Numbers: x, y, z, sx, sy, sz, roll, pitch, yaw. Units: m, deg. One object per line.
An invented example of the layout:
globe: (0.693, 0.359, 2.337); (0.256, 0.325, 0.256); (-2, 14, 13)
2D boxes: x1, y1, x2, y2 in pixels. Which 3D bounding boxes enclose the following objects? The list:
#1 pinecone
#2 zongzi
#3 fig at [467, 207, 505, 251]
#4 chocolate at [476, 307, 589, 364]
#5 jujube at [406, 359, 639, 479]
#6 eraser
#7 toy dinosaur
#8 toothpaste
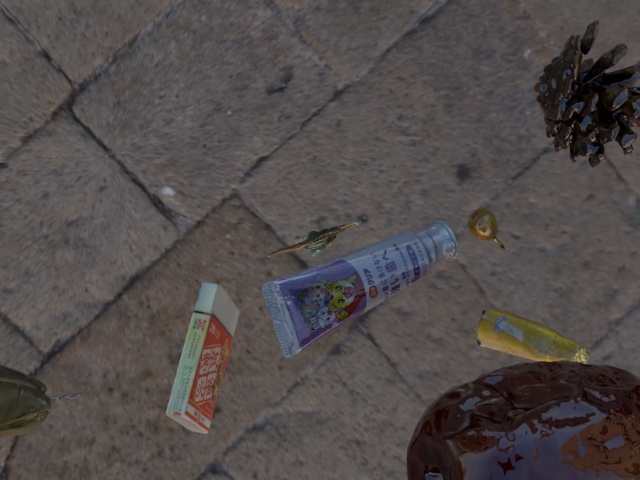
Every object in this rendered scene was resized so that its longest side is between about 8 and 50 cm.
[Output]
pinecone: (0.464, -0.236, 1.554); (0.201, 0.229, 0.202); (34, 66, 15)
zongzi: (-0.342, 0.196, 0.940); (0.189, 0.178, 0.081); (29, 114, -30)
fig: (0.277, -0.015, 1.527); (0.050, 0.050, 0.083); (-45, 110, -6)
chocolate: (0.390, 0.181, 1.691); (0.086, 0.219, 0.085); (-9, 104, -39)
jujube: (0.306, 0.292, 1.231); (0.377, 0.276, 0.276); (-9, 97, -24)
eraser: (-0.196, 0.201, 1.573); (0.038, 0.157, 0.230); (8, 70, 12)
toy dinosaur: (-0.002, -0.003, 1.682); (0.187, 0.106, 0.044); (-5, 76, -53)
toothpaste: (0.061, 0.056, 1.324); (0.299, 0.073, 0.114); (-25, 111, -23)
